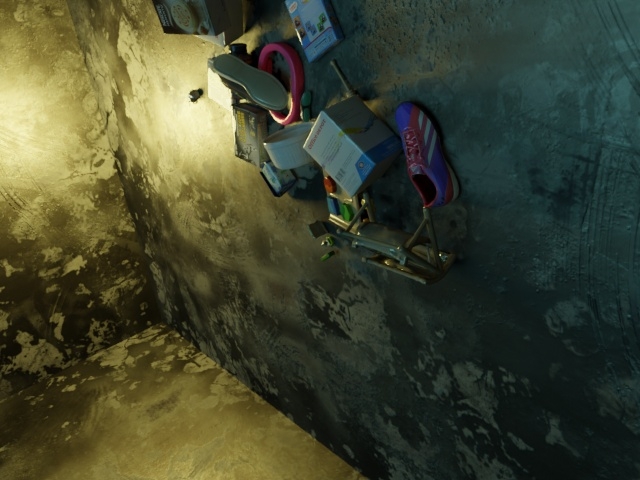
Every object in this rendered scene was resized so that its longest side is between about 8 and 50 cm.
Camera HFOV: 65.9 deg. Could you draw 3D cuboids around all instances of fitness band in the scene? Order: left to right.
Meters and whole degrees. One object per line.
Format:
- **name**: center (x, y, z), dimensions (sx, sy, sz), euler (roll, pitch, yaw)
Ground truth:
- **fitness band**: center (-0.145, -0.566, 1.791), dimensions (0.209, 0.054, 0.291), euler (31, 134, 37)

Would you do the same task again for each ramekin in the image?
- **ramekin**: center (-0.090, -0.333, 1.744), dimensions (0.207, 0.207, 0.109), euler (9, 127, 49)

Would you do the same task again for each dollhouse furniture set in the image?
- **dollhouse furniture set**: center (0.000, 0.000, 1.934), dimensions (0.152, 0.076, 0.058), euler (60, 144, 4)

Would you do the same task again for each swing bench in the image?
- **swing bench**: center (0.233, 0.011, 1.492), dimensions (0.253, 0.165, 0.255), euler (18, 156, 45)

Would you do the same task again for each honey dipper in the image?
- **honey dipper**: center (0.072, -0.508, 1.573), dimensions (0.161, 0.030, 0.030), euler (60, 144, 8)

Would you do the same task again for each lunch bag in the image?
- **lunch bag**: center (-0.179, -0.253, 1.999), dimensions (0.129, 0.096, 0.151), euler (59, 158, 3)

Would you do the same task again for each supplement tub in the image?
- **supplement tub**: center (-0.310, -0.652, 1.903), dimensions (0.106, 0.106, 0.198), euler (29, 131, 39)

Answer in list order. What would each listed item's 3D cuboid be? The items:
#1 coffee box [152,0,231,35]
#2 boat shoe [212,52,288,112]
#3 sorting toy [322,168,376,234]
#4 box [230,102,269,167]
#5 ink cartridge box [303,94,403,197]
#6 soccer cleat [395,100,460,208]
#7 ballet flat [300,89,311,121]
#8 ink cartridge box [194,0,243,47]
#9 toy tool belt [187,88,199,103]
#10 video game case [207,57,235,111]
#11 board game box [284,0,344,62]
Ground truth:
- **coffee box**: center (-0.450, -0.798, 1.715), dimensions (0.246, 0.098, 0.141), euler (14, 138, 28)
- **boat shoe**: center (-0.245, -0.555, 1.785), dimensions (0.324, 0.117, 0.097), euler (33, 166, 11)
- **sorting toy**: center (0.092, -0.137, 1.707), dimensions (0.307, 0.041, 0.229), euler (33, 135, 55)
- **box**: center (-0.293, -0.438, 2.053), dimensions (0.183, 0.056, 0.231), euler (30, 133, 39)
- **ink cartridge box**: center (0.101, -0.293, 1.525), dimensions (0.233, 0.168, 0.171), euler (48, 143, 8)
- **soccer cleat**: center (0.283, -0.241, 1.393), dimensions (0.108, 0.116, 0.318), euler (-22, 93, 54)
- **ballet flat**: center (-0.056, -0.478, 1.747), dimensions (0.041, 0.041, 0.114), euler (32, 133, 36)
- **ink cartridge box**: center (-0.444, -0.880, 1.817), dimensions (0.306, 0.131, 0.226), euler (25, 142, 16)
- **toy tool belt**: center (-0.604, -0.670, 2.307), dimensions (0.052, 0.051, 0.083), euler (61, 145, 5)
- **video game case**: center (-0.424, -0.663, 2.110), dimensions (0.190, 0.022, 0.173), euler (38, 137, 32)
- **board game box**: center (-0.022, -0.701, 1.565), dimensions (0.160, 0.039, 0.212), euler (-16, 99, 54)
